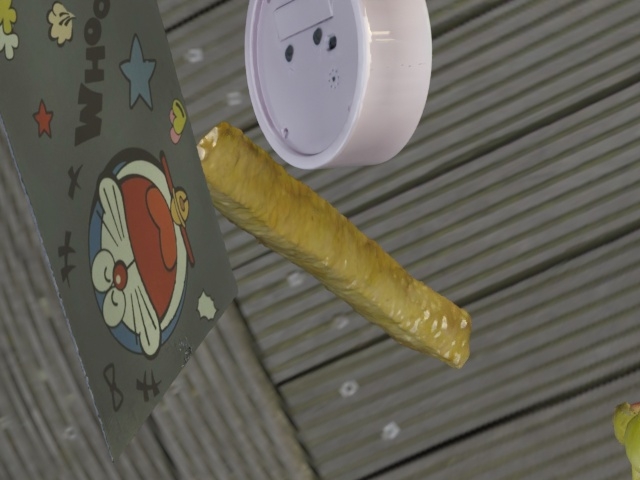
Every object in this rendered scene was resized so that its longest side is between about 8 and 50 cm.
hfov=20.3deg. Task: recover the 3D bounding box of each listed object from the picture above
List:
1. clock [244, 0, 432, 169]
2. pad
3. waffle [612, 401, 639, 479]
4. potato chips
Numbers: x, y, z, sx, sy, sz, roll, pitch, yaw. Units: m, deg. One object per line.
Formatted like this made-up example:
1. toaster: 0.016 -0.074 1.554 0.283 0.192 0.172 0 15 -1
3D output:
1. clock: 0.012 -0.159 1.498 0.197 0.068 0.196 12 104 58
2. pad: -0.100 -0.038 0.870 0.006 0.170 0.245 -2 117 23
3. waffle: 0.186 0.120 0.526 0.065 0.283 0.309 -11 131 47
4. potato chips: 0.000 0.000 1.388 0.080 0.407 0.057 20 78 38
